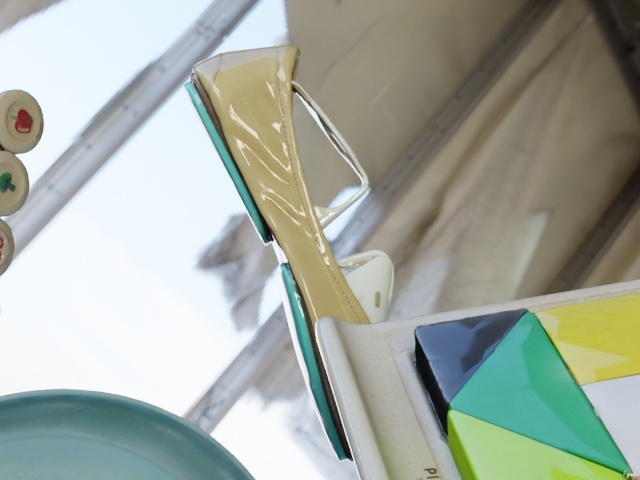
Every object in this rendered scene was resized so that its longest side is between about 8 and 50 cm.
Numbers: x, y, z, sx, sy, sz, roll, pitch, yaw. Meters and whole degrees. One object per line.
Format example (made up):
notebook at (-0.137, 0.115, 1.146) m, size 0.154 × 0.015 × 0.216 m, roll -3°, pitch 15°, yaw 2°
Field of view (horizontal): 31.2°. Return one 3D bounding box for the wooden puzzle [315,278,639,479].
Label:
wooden puzzle at (0.132, 0.075, 0.430) m, size 0.221 × 0.238 × 0.044 m, roll -110°, pitch -162°, yaw -57°

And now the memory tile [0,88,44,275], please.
memory tile at (-0.200, -0.023, 0.603) m, size 0.012 × 0.148 × 0.113 m, roll 2°, pitch -14°, yaw 35°

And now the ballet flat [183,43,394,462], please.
ballet flat at (0.000, 0.000, 0.606) m, size 0.080 × 0.073 × 0.232 m, roll 110°, pitch -42°, yaw -82°

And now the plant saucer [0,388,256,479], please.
plant saucer at (-0.156, 0.242, 0.646) m, size 0.317 × 0.317 × 0.043 m, roll 45°, pitch -22°, yaw -17°
